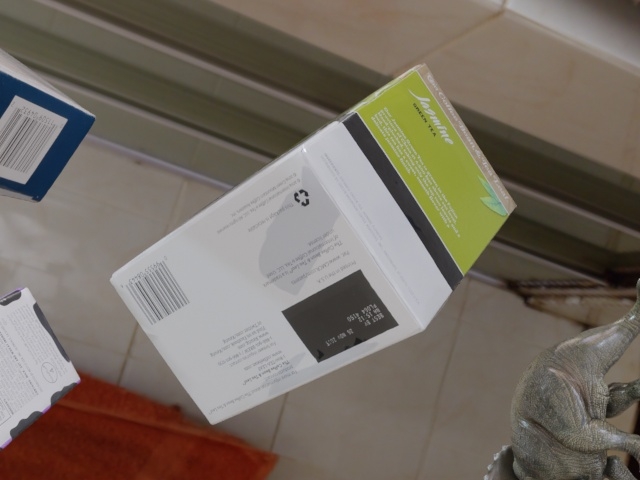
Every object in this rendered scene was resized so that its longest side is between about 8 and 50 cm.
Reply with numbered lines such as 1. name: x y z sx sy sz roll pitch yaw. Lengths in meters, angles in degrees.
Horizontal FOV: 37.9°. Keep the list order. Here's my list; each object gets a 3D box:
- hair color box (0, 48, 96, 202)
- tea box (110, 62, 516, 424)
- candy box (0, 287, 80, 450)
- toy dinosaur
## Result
1. hair color box: -0.391 -0.178 0.836 0.105 0.347 0.174 -55 -16 2
2. tea box: 0.000 0.000 1.089 0.329 0.220 0.323 -30 7 36
3. candy box: -0.246 0.113 0.481 0.164 0.070 0.196 -26 8 18
4. toy dinosaur: 0.240 0.184 0.896 0.121 0.160 0.314 -35 -45 -52
